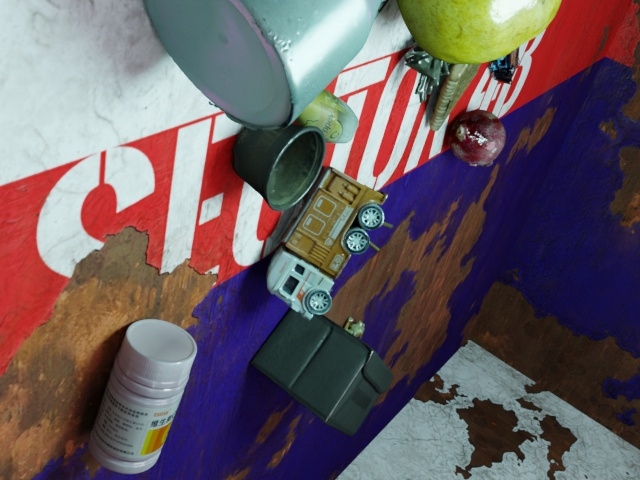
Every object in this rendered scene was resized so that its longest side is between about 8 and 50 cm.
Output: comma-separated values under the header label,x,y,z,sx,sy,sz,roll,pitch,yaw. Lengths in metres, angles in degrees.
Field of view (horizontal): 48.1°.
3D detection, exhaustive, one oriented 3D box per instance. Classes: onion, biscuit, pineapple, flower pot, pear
label,x,y,z,sx,sy,sz,roll,pitch,yaw
onion,0.425,-0.292,2.004,0.195,0.159,0.160,5,116,-51
biscuit,0.341,-0.405,1.726,0.217,0.044,0.325,-57,173,-10
pineapple,0.281,-0.453,1.508,0.340,0.169,0.169,-54,158,9
flower pot,-0.077,-0.141,1.222,0.157,0.106,0.157,-41,150,-31
pear,0.262,-0.466,1.257,0.304,0.304,0.304,-45,154,-28

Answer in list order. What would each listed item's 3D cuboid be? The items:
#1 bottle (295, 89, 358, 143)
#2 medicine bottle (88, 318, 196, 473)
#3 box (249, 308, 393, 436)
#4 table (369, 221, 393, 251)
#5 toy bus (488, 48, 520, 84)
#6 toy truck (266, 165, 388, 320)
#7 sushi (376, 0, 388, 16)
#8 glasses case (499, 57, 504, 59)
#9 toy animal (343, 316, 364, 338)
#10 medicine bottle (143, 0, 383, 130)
label,x,y,z,sx,sy,sz,roll,pitch,yaw
bottle,-0.016,-0.231,1.260,0.083,0.083,0.269,-61,154,9
medicine bottle,-0.311,0.272,1.252,0.133,0.133,0.250,-16,133,-58
box,0.014,0.333,1.844,0.204,0.251,0.345,-53,156,-9
table,0.083,-0.044,1.668,0.122,0.111,0.240,-60,158,4
toy bus,0.510,-0.527,1.962,0.096,0.073,0.235,-59,158,-14
toy truck,0.000,0.000,1.486,0.305,0.162,0.136,-58,-171,5
sushi,0.037,-0.368,1.227,0.215,0.050,0.192,-52,178,10
glasses case,0.410,-0.553,1.712,0.056,0.105,0.266,-25,150,-8
toy animal,0.064,0.311,2.166,0.241,0.056,0.099,-42,153,-34
medicine bottle,-0.034,-0.317,0.894,0.290,0.245,0.245,-46,155,-23
